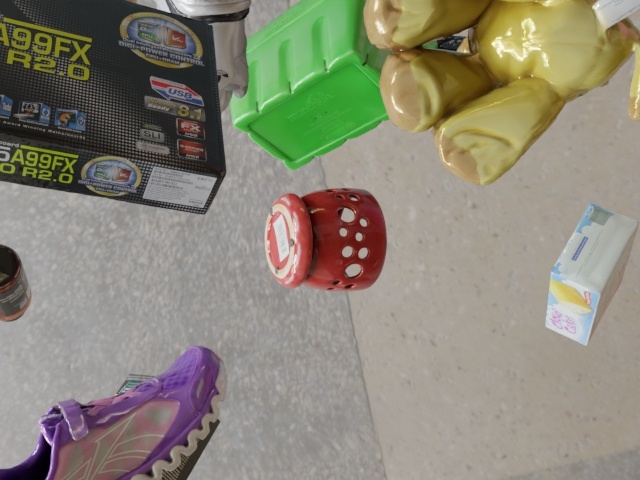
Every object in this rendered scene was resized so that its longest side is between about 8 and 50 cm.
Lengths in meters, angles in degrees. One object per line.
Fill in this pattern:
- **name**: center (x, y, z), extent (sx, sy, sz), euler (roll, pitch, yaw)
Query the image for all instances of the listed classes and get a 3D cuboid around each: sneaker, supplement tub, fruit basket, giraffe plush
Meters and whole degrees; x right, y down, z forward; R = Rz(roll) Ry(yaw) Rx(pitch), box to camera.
- **sneaker**: center (-0.187, 0.171, 0.634), extent (0.236, 0.095, 0.105), euler (-44, 111, -19)
- **supplement tub**: center (-0.639, 0.095, 1.448), extent (0.106, 0.198, 0.106), euler (6, 60, -10)
- **fruit basket**: center (0.025, -0.354, 1.378), extent (0.283, 0.392, 0.392), euler (36, 99, -36)
- **sneaker**: center (-0.193, -0.325, 1.065), extent (0.137, 0.366, 0.210), euler (-7, 126, -19)
- **giraffe plush**: center (0.153, -0.154, 0.554), extent (0.210, 0.170, 0.182), euler (-14, 101, 16)

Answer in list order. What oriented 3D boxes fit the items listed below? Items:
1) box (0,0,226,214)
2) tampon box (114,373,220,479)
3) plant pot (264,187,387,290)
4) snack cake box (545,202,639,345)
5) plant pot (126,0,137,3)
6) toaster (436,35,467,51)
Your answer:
- **box**: center (-0.226, -0.142, 0.647), extent (0.270, 0.216, 0.060), euler (10, 139, -24)
- **tampon box**: center (-0.238, 0.276, 0.972), extent (0.120, 0.161, 0.101), euler (-6, 131, 39)
- **plant pot**: center (0.000, 0.000, 1.308), extent (0.174, 0.191, 0.191), euler (-2, 104, -25)
- **snack cake box**: center (0.483, 0.068, 1.304), extent (0.089, 0.264, 0.152), euler (26, 72, 25)
- **plant pot**: center (-0.452, -0.430, 1.239), extent (0.290, 0.203, 0.291), euler (-4, 80, 21)
- **toaster**: center (0.266, -0.335, 1.473), extent (0.168, 0.185, 0.110), euler (-45, 133, -29)
